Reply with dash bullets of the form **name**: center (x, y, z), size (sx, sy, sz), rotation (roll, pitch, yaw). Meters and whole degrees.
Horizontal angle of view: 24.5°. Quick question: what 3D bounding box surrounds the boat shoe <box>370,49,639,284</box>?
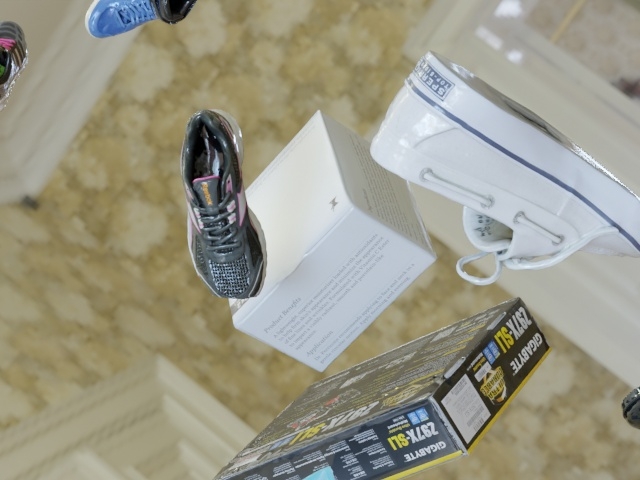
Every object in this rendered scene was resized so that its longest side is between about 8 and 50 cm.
- **boat shoe**: center (0.180, -0.031, 1.379), size (0.367, 0.136, 0.156), rotation (25, -71, -43)

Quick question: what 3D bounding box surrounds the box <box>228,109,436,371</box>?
- **box**: center (0.000, 0.000, 1.499), size (0.181, 0.119, 0.182), rotation (-46, 32, 22)

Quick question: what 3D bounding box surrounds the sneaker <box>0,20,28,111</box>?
- **sneaker**: center (-0.460, -0.262, 2.115), size (0.075, 0.063, 0.170), rotation (98, -179, -52)

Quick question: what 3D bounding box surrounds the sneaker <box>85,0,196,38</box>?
- **sneaker**: center (-0.216, -0.289, 1.819), size (0.152, 0.084, 0.058), rotation (-29, -56, -7)

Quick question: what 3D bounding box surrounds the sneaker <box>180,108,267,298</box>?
- **sneaker**: center (-0.096, -0.033, 1.311), size (0.072, 0.178, 0.077), rotation (-15, -5, 6)

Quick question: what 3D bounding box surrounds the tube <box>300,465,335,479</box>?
- **tube**: center (-0.076, 0.238, 1.073), size (0.207, 0.080, 0.052), rotation (-20, 7, 0)

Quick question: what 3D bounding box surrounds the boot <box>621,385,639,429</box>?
- **boot**: center (0.275, 0.143, 1.072), size (0.045, 0.099, 0.121), rotation (15, -36, -35)

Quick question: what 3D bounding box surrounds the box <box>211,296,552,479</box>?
- **box**: center (0.063, 0.191, 1.595), size (0.322, 0.079, 0.257), rotation (-27, 8, 34)
